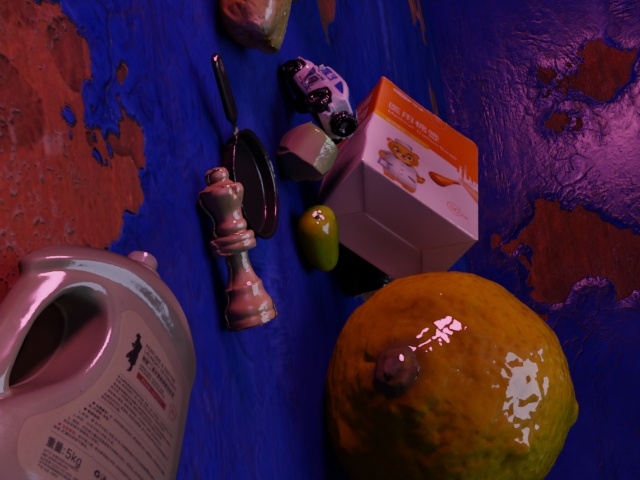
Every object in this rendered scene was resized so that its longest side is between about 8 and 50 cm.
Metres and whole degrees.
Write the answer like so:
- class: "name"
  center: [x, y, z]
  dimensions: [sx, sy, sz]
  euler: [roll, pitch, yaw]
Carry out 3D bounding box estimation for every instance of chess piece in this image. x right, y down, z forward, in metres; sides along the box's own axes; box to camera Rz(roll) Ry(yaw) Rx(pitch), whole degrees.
- class: "chess piece"
  center: [-0.092, 0.007, 0.854]
  dimensions: [0.060, 0.060, 0.172]
  euler: [-31, 108, -72]

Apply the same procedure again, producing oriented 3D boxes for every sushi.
- class: "sushi"
  center: [0.078, 0.041, 1.330]
  dimensions: [0.098, 0.084, 0.094]
  euler: [13, 67, -66]

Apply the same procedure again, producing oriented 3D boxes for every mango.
- class: "mango"
  center: [0.000, 0.000, 1.147]
  dimensions: [0.073, 0.056, 0.108]
  euler: [-75, 154, -42]

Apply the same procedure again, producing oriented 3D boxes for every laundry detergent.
- class: "laundry detergent"
  center: [-0.155, 0.098, 0.534]
  dimensions: [0.253, 0.091, 0.181]
  euler: [-81, 149, -47]

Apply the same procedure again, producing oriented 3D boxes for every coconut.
- class: "coconut"
  center: [-0.021, -0.118, 1.113]
  dimensions: [0.081, 0.083, 0.082]
  euler: [-58, 169, -4]

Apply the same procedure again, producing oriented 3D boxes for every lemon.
- class: "lemon"
  center: [0.169, 0.211, 1.108]
  dimensions: [0.387, 0.350, 0.349]
  euler: [44, 39, -52]

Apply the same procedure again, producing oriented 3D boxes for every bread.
- class: "bread"
  center: [-0.081, -0.298, 1.000]
  dimensions: [0.125, 0.082, 0.106]
  euler: [5, 102, -82]

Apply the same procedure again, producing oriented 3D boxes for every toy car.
- class: "toy car"
  center: [0.004, -0.202, 1.158]
  dimensions: [0.170, 0.070, 0.080]
  euler: [55, -6, 47]

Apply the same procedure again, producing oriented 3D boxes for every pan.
- class: "pan"
  center: [-0.096, -0.108, 0.943]
  dimensions: [0.136, 0.028, 0.235]
  euler: [-75, 154, -55]

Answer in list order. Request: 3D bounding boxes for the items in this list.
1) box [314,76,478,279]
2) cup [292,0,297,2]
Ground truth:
- class: "box"
  center: [0.133, -0.101, 1.322]
  dimensions: [0.225, 0.143, 0.341]
  euler: [34, 31, -11]
- class: "cup"
  center: [-0.054, -0.347, 1.116]
  dimensions: [0.054, 0.083, 0.075]
  euler: [58, 27, -51]
